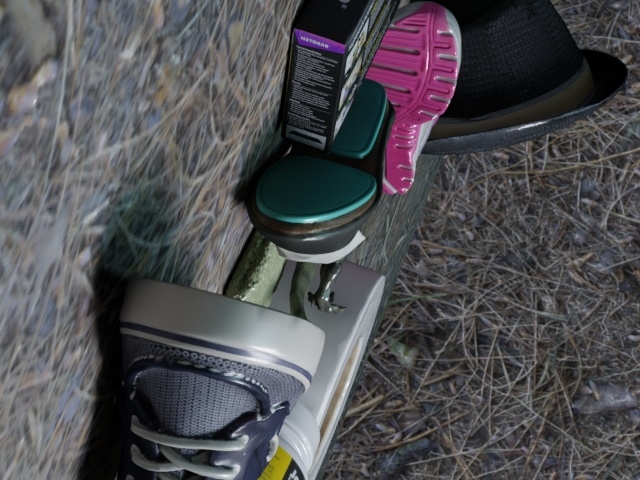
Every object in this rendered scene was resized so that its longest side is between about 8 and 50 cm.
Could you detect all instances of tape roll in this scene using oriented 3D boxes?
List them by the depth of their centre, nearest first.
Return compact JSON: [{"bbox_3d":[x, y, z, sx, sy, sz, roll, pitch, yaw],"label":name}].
[{"bbox_3d":[-0.030,0.148,1.633,0.286,0.100,0.286,21,90,-84],"label":"tape roll"}]

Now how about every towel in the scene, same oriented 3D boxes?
[{"bbox_3d":[-0.050,0.025,1.399,0.110,0.027,0.148,102,11,-49],"label":"towel"}]

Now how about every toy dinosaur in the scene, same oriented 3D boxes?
[{"bbox_3d":[0.000,0.000,1.487,0.118,0.064,0.268,93,5,-60],"label":"toy dinosaur"}]

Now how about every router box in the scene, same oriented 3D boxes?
[{"bbox_3d":[0.024,-0.177,1.286,0.133,0.046,0.179,101,12,-55],"label":"router box"}]

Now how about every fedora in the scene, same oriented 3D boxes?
[{"bbox_3d":[0.198,-0.220,1.909,0.334,0.334,0.152,-57,136,-63],"label":"fedora"}]

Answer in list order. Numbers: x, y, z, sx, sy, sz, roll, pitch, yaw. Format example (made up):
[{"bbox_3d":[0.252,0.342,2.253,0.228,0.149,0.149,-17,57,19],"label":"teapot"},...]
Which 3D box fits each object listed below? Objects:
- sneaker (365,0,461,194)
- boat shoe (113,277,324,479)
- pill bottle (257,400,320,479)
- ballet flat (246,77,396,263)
[{"bbox_3d":[0.082,-0.161,1.646,0.252,0.103,0.111,113,-2,-55],"label":"sneaker"},{"bbox_3d":[-0.075,0.128,1.041,0.340,0.127,0.158,84,20,-78],"label":"boat shoe"},{"bbox_3d":[-0.080,0.227,1.388,0.119,0.119,0.208,104,9,-45],"label":"pill bottle"},{"bbox_3d":[0.008,-0.039,1.340,0.280,0.095,0.096,-58,161,-58],"label":"ballet flat"}]
